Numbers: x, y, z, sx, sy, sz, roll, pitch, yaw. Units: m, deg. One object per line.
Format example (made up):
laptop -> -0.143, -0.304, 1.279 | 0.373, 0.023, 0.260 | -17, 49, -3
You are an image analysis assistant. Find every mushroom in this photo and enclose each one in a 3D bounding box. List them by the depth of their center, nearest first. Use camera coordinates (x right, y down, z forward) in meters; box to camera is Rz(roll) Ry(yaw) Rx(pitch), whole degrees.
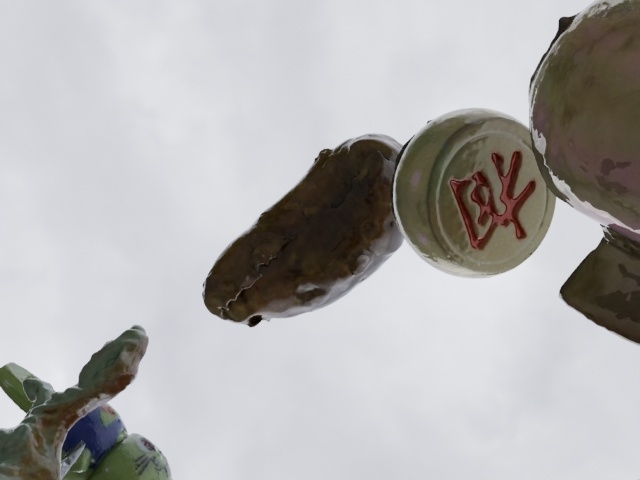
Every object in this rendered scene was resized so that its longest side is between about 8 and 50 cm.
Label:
mushroom -> 0.210, -0.048, 0.744 | 0.173, 0.162, 0.236 | -116, -132, -73

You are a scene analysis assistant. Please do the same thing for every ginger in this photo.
ginger -> 0.000, 0.000, 1.697 | 0.321, 0.172, 0.165 | -43, -119, 5

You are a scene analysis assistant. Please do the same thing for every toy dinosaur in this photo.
toy dinosaur -> -0.259, 0.205, 0.829 | 0.206, 0.392, 0.092 | 4, -36, 42

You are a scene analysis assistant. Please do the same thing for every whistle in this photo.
whistle -> -0.231, 0.199, 1.319 | 0.227, 0.105, 0.085 | 41, -77, 5

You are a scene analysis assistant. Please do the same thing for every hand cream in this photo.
hand cream -> -0.215, 0.194, 1.057 | 0.019, 0.093, 0.030 | 46, -60, -4

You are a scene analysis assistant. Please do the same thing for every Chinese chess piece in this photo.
Chinese chess piece -> 0.110, -0.033, 0.943 | 0.051, 0.122, 0.122 | 11, -75, 62

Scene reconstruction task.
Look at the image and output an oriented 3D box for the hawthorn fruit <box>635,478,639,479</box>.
hawthorn fruit -> 0.359, 0.360, 1.295 | 0.330, 0.287, 0.287 | -31, -104, 43
